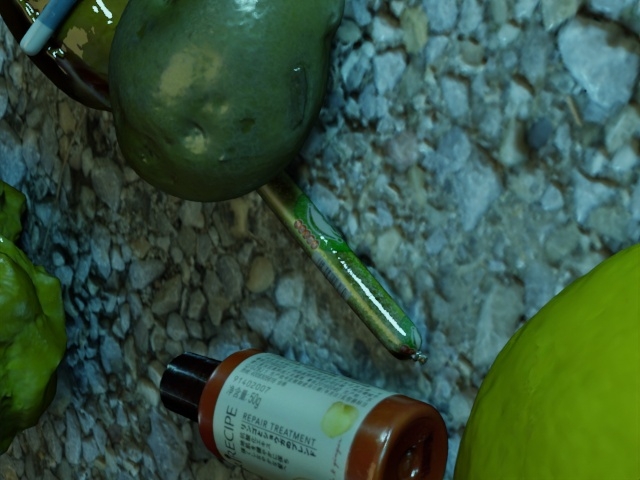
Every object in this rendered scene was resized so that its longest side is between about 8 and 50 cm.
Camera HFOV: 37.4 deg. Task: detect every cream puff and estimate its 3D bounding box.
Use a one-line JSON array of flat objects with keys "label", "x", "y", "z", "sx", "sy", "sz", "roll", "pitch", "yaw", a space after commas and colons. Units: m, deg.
[{"label": "cream puff", "x": -0.426, "y": 0.057, "z": 1.063, "sx": 0.378, "sy": 0.275, "sz": 0.378, "roll": 25, "pitch": 146, "yaw": 18}]

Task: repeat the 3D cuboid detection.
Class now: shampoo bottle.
[{"label": "shampoo bottle", "x": -0.031, "y": 0.156, "z": 0.818, "sx": 0.278, "sy": 0.104, "sz": 0.104, "roll": 11, "pitch": 111, "yaw": 40}]

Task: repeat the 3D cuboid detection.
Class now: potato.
[{"label": "potato", "x": -0.074, "y": -0.143, "z": 0.734, "sx": 0.178, "sy": 0.160, "sz": 0.235, "roll": 33, "pitch": 111, "yaw": 2}]

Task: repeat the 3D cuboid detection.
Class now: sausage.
[{"label": "sausage", "x": 0.000, "y": 0.000, "z": 0.790, "sx": 0.269, "sy": 0.033, "sz": 0.033, "roll": 50, "pitch": 131, "yaw": 18}]

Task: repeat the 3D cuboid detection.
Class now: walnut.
[{"label": "walnut", "x": -0.220, "y": -0.213, "z": 0.856, "sx": 0.245, "sy": 0.137, "sz": 0.137, "roll": 53, "pitch": 131, "yaw": 14}]

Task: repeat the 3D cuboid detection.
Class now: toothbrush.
[{"label": "toothbrush", "x": -0.161, "y": -0.262, "z": 0.773, "sx": 0.025, "sy": 0.019, "sz": 0.276, "roll": 44, "pitch": 99, "yaw": 19}]

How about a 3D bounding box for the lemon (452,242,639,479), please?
[{"label": "lemon", "x": 0.223, "y": 0.148, "z": 0.436, "sx": 0.348, "sy": 0.348, "sz": 0.348, "roll": 15, "pitch": 113, "yaw": 39}]
